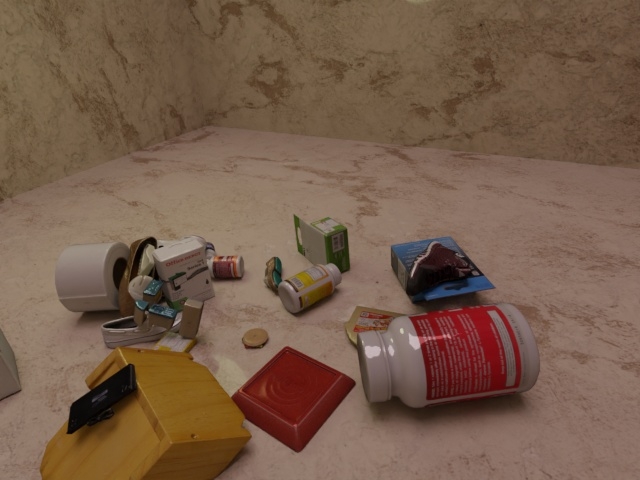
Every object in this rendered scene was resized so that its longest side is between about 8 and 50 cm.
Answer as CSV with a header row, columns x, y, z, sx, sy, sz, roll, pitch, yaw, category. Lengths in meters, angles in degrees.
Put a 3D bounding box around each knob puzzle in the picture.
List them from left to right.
x,y,z,sx,sy,sz,roll,pitch,yaw,category
0.167,0.285,1.342,0.213,0.030,0.213,-3,29,2,knob puzzle

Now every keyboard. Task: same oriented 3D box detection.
x,y,z,sx,sy,sz,roll,pitch,yaw,category
-0.488,0.365,0.969,0.180,0.023,0.108,-35,39,2,keyboard

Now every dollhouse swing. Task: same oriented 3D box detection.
x,y,z,sx,sy,sz,roll,pitch,yaw,category
-0.418,0.484,1.034,0.347,0.305,0.315,30,4,42,dollhouse swing

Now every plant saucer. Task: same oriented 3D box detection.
x,y,z,sx,sy,sz,roll,pitch,yaw,category
-0.079,0.397,1.165,0.258,0.048,0.259,17,37,33,plant saucer

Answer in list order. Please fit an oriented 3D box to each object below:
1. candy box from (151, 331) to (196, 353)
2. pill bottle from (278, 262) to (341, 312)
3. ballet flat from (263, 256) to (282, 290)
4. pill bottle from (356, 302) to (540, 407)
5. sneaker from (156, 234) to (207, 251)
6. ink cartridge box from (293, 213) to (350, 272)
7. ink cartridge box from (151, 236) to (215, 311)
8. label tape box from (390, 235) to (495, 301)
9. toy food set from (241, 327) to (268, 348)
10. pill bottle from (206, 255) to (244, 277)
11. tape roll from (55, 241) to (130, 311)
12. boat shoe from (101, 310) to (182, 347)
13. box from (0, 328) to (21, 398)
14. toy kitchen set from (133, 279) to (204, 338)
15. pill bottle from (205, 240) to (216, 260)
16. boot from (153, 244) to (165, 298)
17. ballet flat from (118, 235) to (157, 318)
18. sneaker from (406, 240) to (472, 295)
x,y,z,sx,sy,sz,roll,pitch,yaw,category
-0.477,0.359,1.309,0.105,0.027,0.206,10,33,17,candy box
-0.032,0.158,1.508,0.215,0.117,0.117,-24,35,-31,pill bottle
-0.181,0.137,1.639,0.067,0.073,0.206,-30,25,11,ballet flat
0.307,0.294,1.102,0.407,0.229,0.229,-7,29,-4,pill bottle
-0.603,0.070,1.748,0.305,0.114,0.152,-11,61,22,sneaker
0.000,0.000,1.709,0.097,0.189,0.255,-21,33,-25,ink cartridge box
-0.483,0.120,1.536,0.160,0.219,0.092,-24,34,-30,ink cartridge box
0.411,0.124,1.512,0.240,0.106,0.334,-9,32,-7,label tape box
-0.206,0.308,1.367,0.083,0.020,0.082,5,31,15,toy food set
-0.380,0.103,1.688,0.152,0.086,0.086,-3,29,4,pill bottle
-0.788,0.129,1.543,0.169,0.246,0.246,-4,29,1,tape roll
-0.576,0.276,1.412,0.258,0.084,0.095,-15,31,-18,boat shoe
-1.070,0.388,1.204,0.345,0.168,0.215,-25,35,-30,box
-0.474,0.196,1.398,0.207,0.122,0.166,16,24,-5,toy kitchen set
-0.469,0.057,1.802,0.067,0.067,0.120,-13,30,-14,pill bottle
-0.608,0.118,1.630,0.076,0.137,0.198,4,24,-31,boot
-0.630,0.123,1.534,0.124,0.116,0.342,-34,44,31,ballet flat
0.386,0.096,1.365,0.162,0.106,0.281,18,37,26,sneaker
